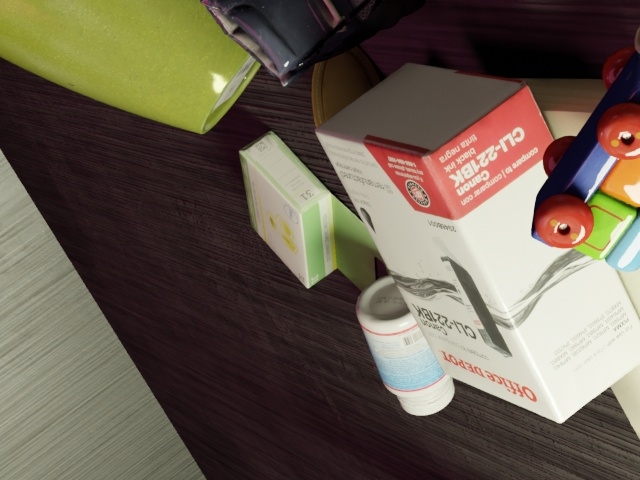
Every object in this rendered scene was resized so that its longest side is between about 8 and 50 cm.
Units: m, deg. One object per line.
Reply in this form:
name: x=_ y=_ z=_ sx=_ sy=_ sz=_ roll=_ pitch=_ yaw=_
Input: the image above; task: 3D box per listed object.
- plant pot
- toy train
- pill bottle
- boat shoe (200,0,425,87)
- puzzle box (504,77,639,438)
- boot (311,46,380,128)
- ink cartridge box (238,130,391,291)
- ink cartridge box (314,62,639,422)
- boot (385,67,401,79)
plant pot: x=-0.203 y=-0.252 z=2.038 sx=0.293 sy=0.275 sz=0.275 roll=36 pitch=161 yaw=3
toy train: x=0.263 y=-0.077 z=1.357 sx=0.143 sy=0.105 sz=0.248 roll=27 pitch=124 yaw=-7
pill bottle: x=0.101 y=0.121 z=2.180 sx=0.087 sy=0.087 sz=0.160 roll=36 pitch=155 yaw=46
boat shoe: x=-0.072 y=-0.293 z=1.682 sx=0.340 sy=0.158 sz=0.127 roll=50 pitch=176 yaw=10
puzzle box: x=0.286 y=0.048 z=1.606 sx=0.409 sy=0.052 sz=0.272 roll=59 pitch=162 yaw=-17
boot: x=0.039 y=-0.101 z=1.956 sx=0.152 sy=0.073 sz=0.197 roll=-33 pitch=-71 yaw=-87
ink cartridge box: x=0.000 y=0.000 z=2.277 sx=0.235 sy=0.056 sz=0.171 roll=48 pitch=161 yaw=27
ink cartridge box: x=0.137 y=0.000 z=1.624 sx=0.273 sy=0.114 sz=0.197 roll=60 pitch=162 yaw=-22
boot: x=0.155 y=-0.039 z=1.785 sx=0.207 sy=0.090 sz=0.248 roll=26 pitch=148 yaw=35
